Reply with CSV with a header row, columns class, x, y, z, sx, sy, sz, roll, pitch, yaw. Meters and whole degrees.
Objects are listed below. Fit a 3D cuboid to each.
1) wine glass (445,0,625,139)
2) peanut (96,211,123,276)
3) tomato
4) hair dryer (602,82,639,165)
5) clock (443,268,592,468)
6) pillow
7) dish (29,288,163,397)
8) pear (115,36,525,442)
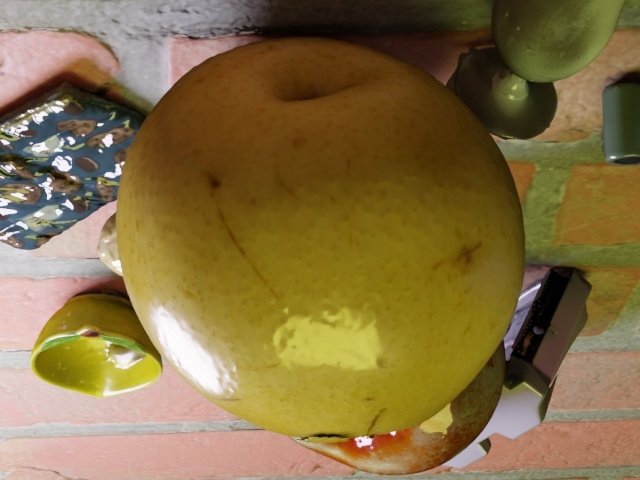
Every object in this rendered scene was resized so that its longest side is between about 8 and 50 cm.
class,x,y,z,sx,sy,sz,roll,pitch,yaw
wine glass,0.185,-0.178,1.317,0.103,0.103,0.222,3,151,-15
peanut,-0.114,-0.017,1.577,0.229,0.098,0.103,-21,130,28
tomato,0.064,0.106,1.704,0.270,0.223,0.270,8,130,10
hair dryer,0.287,-0.098,1.535,0.047,0.071,0.150,-1,170,3
clock,0.207,0.151,1.858,0.083,0.186,0.253,39,139,-9
pillow,-0.261,-0.067,1.534,0.255,0.034,0.189,-24,148,30
dish,-0.250,0.108,1.812,0.148,0.080,0.208,3,153,-5
pear,0.000,0.000,1.350,0.348,0.348,0.348,-3,152,-2
